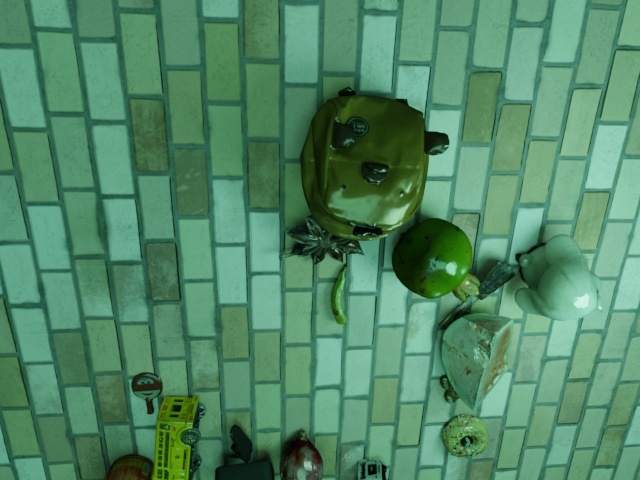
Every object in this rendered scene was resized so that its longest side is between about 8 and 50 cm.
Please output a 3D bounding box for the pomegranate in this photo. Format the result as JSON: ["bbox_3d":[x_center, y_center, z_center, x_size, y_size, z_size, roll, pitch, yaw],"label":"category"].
[{"bbox_3d":[0.346,0.074,1.330,0.302,0.236,0.236,39,102,-17],"label":"pomegranate"}]

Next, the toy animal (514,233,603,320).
[{"bbox_3d":[0.694,0.107,1.363,0.174,0.289,0.248,14,88,-9],"label":"toy animal"}]

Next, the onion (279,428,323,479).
[{"bbox_3d":[-0.066,0.748,1.586,0.160,0.159,0.194,-1,83,-5],"label":"onion"}]

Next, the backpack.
[{"bbox_3d":[0.125,-0.186,1.179,0.354,0.201,0.377,3,81,-7],"label":"backpack"}]

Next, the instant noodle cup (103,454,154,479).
[{"bbox_3d":[-0.640,0.836,1.539,0.214,0.174,0.213,-2,111,-4],"label":"instant noodle cup"}]

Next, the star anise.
[{"bbox_3d":[0.000,0.000,1.324,0.263,0.081,0.230,-17,143,24],"label":"star anise"}]

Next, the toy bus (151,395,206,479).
[{"bbox_3d":[-0.464,0.679,1.514,0.152,0.144,0.329,6,108,-8],"label":"toy bus"}]

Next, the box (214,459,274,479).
[{"bbox_3d":[-0.257,0.821,1.590,0.201,0.090,0.144,-7,142,-2],"label":"box"}]

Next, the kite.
[{"bbox_3d":[0.488,0.176,1.458,0.285,0.015,0.152,-47,138,11],"label":"kite"}]

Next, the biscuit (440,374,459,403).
[{"bbox_3d":[0.518,0.485,1.600,0.205,0.031,0.138,-20,111,0],"label":"biscuit"}]

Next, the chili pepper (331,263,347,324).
[{"bbox_3d":[0.058,0.175,1.432,0.049,0.043,0.207,2,110,7],"label":"chili pepper"}]

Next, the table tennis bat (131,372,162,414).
[{"bbox_3d":[-0.558,0.494,1.505,0.098,0.019,0.154,-2,108,-5],"label":"table tennis bat"}]

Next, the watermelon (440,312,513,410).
[{"bbox_3d":[0.498,0.375,1.476,0.224,0.180,0.304,5,113,5],"label":"watermelon"}]

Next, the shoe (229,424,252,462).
[{"bbox_3d":[-0.282,0.687,1.583,0.053,0.062,0.159,-5,120,25],"label":"shoe"}]

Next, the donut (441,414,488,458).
[{"bbox_3d":[0.521,0.706,1.661,0.175,0.068,0.174,-2,111,-6],"label":"donut"}]

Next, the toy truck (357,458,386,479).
[{"bbox_3d":[0.194,0.915,1.692,0.125,0.101,0.242,-8,114,10],"label":"toy truck"}]
